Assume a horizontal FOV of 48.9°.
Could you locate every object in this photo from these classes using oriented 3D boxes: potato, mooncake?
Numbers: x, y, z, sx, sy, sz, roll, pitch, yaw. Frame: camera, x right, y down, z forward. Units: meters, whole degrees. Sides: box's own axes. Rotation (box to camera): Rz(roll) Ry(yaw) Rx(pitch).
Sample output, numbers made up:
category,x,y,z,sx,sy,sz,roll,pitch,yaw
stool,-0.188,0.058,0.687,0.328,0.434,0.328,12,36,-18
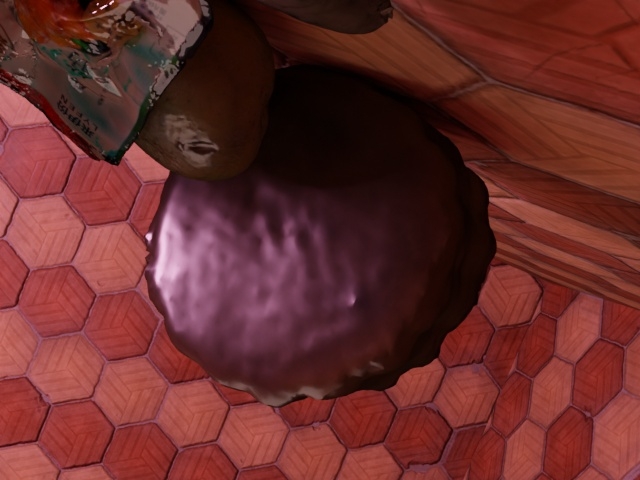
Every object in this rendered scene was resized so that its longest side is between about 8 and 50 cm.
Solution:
category,x,y,z,sx,sy,sz,roll,pitch,yaw
potato,-0.131,-0.139,0.581,0.194,0.157,0.157,20,-179,-2
mooncake,0.001,-0.001,0.701,0.324,0.324,0.187,24,-175,30

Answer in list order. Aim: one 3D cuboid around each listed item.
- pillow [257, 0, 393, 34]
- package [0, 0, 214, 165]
category,x,y,z,sx,sy,sz,roll,pitch,yaw
pillow,-0.040,-0.147,0.301,0.093,0.051,0.241,23,-176,23
package,-0.174,-0.142,0.476,0.166,0.040,0.232,44,143,-13
